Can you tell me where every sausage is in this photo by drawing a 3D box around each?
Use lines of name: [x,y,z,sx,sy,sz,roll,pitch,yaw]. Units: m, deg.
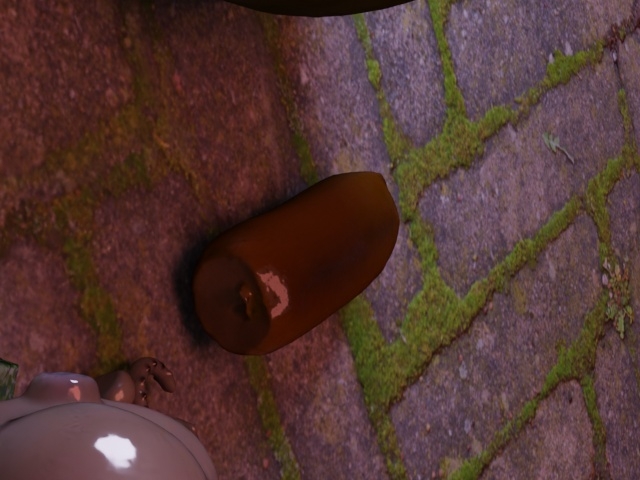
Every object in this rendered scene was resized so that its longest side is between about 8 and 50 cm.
sausage: [0.001,0.006,1.350,0.328,0.112,0.112,-33,112,-57]

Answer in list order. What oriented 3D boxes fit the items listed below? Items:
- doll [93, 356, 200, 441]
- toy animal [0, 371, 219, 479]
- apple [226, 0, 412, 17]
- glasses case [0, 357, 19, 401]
doll: [-0.101,0.222,1.160,0.278,0.119,0.154,61,36,-16]
toy animal: [-0.167,0.242,0.897,0.237,0.269,0.326,7,80,-28]
apple: [0.017,-0.399,1.157,0.473,0.473,0.474,13,74,-56]
glasses case: [-0.304,0.108,0.898,0.272,0.062,0.095,13,87,-55]
